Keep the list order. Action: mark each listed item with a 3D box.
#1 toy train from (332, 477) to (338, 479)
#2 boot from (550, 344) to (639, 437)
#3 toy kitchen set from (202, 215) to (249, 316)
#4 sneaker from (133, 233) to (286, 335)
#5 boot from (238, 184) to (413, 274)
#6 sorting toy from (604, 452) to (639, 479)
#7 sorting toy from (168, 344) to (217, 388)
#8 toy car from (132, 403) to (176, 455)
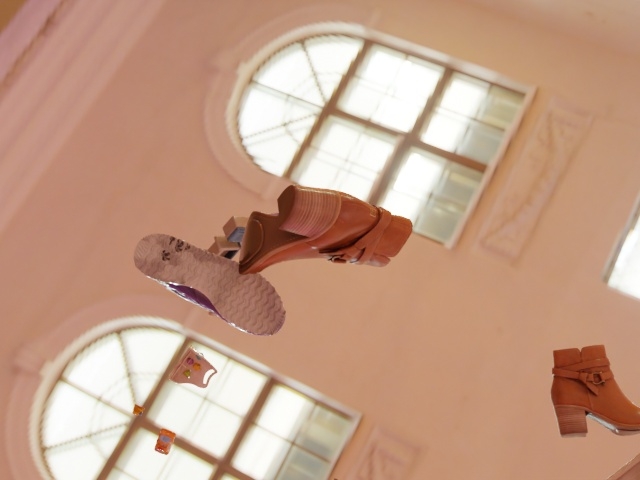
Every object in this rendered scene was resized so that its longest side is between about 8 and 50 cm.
[{"bbox_3d":[0.022,0.502,2.195,0.023,0.017,0.083,-66,-7,12],"label":"toy train"},{"bbox_3d":[0.488,0.251,1.844,0.073,0.197,0.152,99,170,-70],"label":"boot"},{"bbox_3d":[-0.197,0.069,2.679,0.122,0.166,0.207,5,-39,-42],"label":"toy kitchen set"},{"bbox_3d":[-0.187,0.080,1.965,0.102,0.293,0.146,-60,-9,-9],"label":"sneaker"},{"bbox_3d":[0.000,0.000,1.804,0.283,0.220,0.109,-45,39,49],"label":"boot"},{"bbox_3d":[0.511,0.440,1.704,0.193,0.038,0.208,-30,-76,-23],"label":"sorting toy"},{"bbox_3d":[-0.244,0.253,2.143,0.083,0.075,0.045,-53,3,21],"label":"sorting toy"},{"bbox_3d":[-0.357,0.401,2.269,0.060,0.122,0.040,-50,5,17],"label":"toy car"}]
